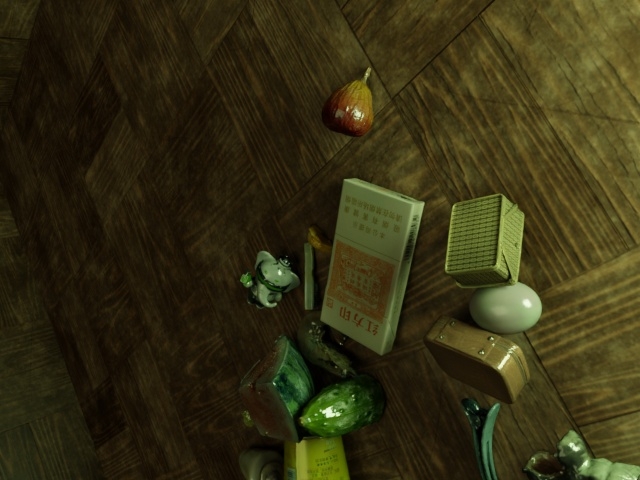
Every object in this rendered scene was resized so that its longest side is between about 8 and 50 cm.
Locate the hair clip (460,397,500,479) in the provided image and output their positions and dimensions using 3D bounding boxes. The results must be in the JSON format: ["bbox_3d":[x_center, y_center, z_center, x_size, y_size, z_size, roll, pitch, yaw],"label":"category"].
[{"bbox_3d":[0.356,0.463,1.186,0.083,0.048,0.275,-6,100,45],"label":"hair clip"}]

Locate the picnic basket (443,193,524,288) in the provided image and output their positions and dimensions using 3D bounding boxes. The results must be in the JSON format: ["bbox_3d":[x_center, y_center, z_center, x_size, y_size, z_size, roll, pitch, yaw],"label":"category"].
[{"bbox_3d":[0.301,0.003,1.048,0.115,0.079,0.164,-12,57,46],"label":"picnic basket"}]

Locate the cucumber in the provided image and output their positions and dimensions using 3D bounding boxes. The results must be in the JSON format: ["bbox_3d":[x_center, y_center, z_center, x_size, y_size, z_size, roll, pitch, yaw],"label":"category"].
[{"bbox_3d":[0.036,0.402,1.353,0.134,0.244,0.134,4,96,45],"label":"cucumber"}]

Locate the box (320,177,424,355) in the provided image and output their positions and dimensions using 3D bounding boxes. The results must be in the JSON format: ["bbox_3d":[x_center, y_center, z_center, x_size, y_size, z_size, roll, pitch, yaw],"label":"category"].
[{"bbox_3d":[0.110,0.059,1.314,0.204,0.051,0.365,24,114,39],"label":"box"}]

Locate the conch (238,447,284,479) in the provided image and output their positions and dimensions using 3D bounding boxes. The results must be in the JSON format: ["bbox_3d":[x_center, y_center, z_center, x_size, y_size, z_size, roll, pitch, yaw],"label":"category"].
[{"bbox_3d":[-0.173,0.691,1.745,0.158,0.127,0.255,57,165,-21],"label":"conch"}]

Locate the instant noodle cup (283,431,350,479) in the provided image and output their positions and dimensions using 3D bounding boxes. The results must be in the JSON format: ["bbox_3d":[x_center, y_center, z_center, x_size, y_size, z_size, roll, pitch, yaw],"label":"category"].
[{"bbox_3d":[-0.013,0.612,1.492,0.215,0.215,0.236,-9,86,46],"label":"instant noodle cup"}]

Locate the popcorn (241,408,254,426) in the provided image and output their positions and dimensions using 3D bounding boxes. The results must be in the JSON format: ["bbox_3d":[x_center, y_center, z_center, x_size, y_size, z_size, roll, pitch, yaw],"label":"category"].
[{"bbox_3d":[-0.204,0.548,1.765,0.083,0.068,0.059,28,154,-3],"label":"popcorn"}]

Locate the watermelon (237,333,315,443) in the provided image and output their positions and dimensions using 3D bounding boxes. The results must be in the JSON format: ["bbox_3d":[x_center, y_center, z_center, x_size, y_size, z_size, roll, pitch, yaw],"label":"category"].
[{"bbox_3d":[-0.119,0.397,1.470,0.201,0.262,0.213,-24,98,7],"label":"watermelon"}]

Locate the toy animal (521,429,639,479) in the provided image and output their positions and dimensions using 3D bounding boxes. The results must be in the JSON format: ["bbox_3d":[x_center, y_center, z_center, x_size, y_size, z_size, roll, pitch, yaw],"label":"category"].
[{"bbox_3d":[0.517,0.437,0.966,0.343,0.106,0.168,32,128,44],"label":"toy animal"}]

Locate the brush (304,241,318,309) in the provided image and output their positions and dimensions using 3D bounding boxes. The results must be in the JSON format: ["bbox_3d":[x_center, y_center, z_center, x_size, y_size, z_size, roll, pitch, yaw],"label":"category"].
[{"bbox_3d":[-0.023,0.093,1.493,0.033,0.030,0.179,-3,87,53],"label":"brush"}]

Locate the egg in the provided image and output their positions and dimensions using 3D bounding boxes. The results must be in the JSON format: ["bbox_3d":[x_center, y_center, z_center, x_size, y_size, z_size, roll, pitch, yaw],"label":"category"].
[{"bbox_3d":[0.344,0.124,1.064,0.135,0.103,0.103,-4,97,43],"label":"egg"}]

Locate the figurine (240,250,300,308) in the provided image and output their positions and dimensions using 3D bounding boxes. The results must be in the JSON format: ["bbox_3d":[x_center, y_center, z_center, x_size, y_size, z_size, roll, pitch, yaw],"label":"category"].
[{"bbox_3d":[-0.137,0.110,1.552,0.147,0.126,0.192,32,122,-6],"label":"figurine"}]

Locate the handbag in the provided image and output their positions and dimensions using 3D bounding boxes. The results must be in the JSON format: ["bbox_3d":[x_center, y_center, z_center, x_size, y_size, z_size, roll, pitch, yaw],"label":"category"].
[{"bbox_3d":[0.306,0.232,1.105,0.193,0.072,0.151,14,144,51],"label":"handbag"}]

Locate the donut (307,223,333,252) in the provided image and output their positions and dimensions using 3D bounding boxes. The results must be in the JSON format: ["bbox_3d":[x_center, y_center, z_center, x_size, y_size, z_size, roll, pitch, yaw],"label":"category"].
[{"bbox_3d":[0.000,0.000,1.442,0.083,0.067,0.038,27,116,2],"label":"donut"}]

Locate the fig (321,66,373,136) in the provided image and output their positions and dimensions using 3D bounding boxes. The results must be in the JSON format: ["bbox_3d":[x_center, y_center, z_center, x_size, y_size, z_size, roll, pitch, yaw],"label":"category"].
[{"bbox_3d":[0.067,-0.299,1.240,0.119,0.119,0.153,39,123,33],"label":"fig"}]

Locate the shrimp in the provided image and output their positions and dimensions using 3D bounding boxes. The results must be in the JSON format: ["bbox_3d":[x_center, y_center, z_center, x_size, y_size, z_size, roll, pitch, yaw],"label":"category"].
[{"bbox_3d":[0.028,0.259,1.456,0.254,0.059,0.145,14,92,51],"label":"shrimp"}]
